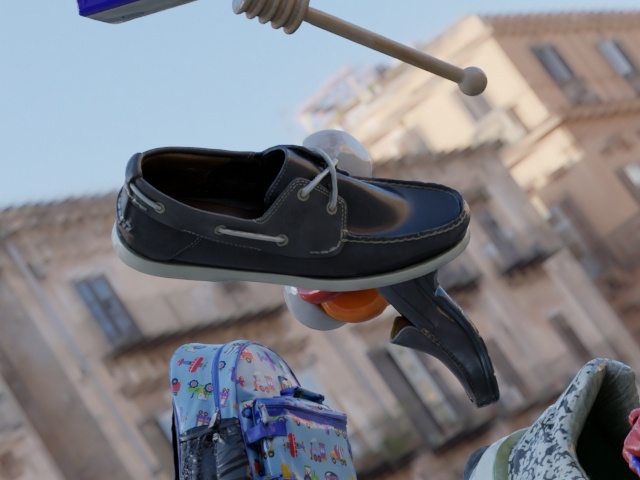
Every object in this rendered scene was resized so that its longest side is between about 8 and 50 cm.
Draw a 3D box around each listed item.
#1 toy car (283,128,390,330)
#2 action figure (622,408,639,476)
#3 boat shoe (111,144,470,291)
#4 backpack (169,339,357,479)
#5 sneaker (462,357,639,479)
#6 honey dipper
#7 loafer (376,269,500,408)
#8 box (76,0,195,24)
[{"bbox_3d":[0.000,0.000,1.762,0.159,0.182,0.136,-43,2,22],"label":"toy car"},{"bbox_3d":[0.169,0.108,0.897,0.030,0.115,0.038,19,-72,-22],"label":"action figure"},{"bbox_3d":[-0.013,-0.020,1.212,0.233,0.084,0.079,2,-49,-12],"label":"boat shoe"},{"bbox_3d":[-0.050,0.158,1.555,0.117,0.173,0.158,-22,-28,24],"label":"backpack"},{"bbox_3d":[0.216,0.243,1.263,0.158,0.410,0.182,-2,-47,-24],"label":"sneaker"},{"bbox_3d":[0.026,-0.117,1.110,0.161,0.030,0.030,20,-42,-21],"label":"honey dipper"},{"bbox_3d":[0.078,0.062,1.477,0.061,0.170,0.062,-33,3,-7],"label":"loafer"},{"bbox_3d":[-0.158,-0.275,1.702,0.126,0.137,0.072,-14,-5,22],"label":"box"}]
